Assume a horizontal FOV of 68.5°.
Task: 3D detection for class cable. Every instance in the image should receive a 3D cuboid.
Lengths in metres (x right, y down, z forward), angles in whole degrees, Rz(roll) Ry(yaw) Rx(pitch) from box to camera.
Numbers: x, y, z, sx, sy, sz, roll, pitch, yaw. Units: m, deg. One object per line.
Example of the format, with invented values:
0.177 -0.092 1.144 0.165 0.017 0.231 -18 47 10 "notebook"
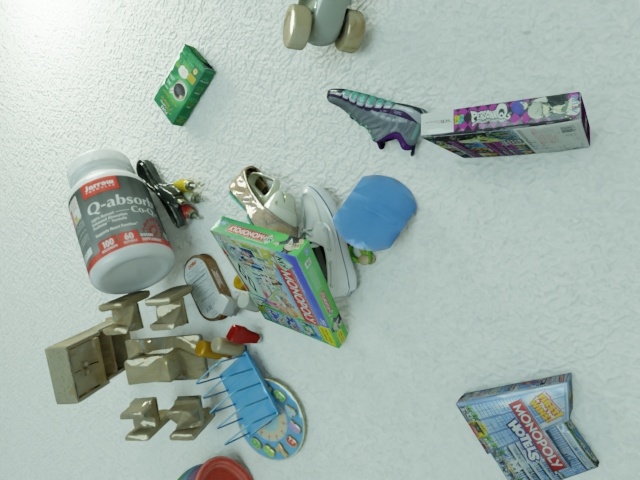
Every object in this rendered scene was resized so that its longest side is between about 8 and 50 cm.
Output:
-0.421 -0.134 1.310 0.287 0.072 0.139 32 127 39 "cable"

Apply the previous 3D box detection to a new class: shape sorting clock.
-0.127 0.439 1.152 0.206 0.040 0.206 2 95 32 "shape sorting clock"

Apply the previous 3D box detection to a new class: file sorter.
-0.201 0.374 1.115 0.118 0.104 0.170 -44 66 25 "file sorter"

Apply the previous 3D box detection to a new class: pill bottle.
-0.546 -0.057 1.258 0.210 0.210 0.362 -43 63 27 "pill bottle"

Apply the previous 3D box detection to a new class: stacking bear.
-0.326 0.686 1.233 0.289 0.175 0.164 -41 74 35 "stacking bear"

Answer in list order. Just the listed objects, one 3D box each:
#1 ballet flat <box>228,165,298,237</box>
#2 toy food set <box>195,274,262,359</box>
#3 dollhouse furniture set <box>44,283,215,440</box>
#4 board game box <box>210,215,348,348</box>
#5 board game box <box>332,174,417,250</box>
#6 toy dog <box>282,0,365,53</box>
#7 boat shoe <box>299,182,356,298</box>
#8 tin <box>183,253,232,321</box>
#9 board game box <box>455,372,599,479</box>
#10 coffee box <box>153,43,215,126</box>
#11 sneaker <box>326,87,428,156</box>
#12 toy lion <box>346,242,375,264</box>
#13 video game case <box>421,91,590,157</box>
-0.116 -0.079 1.038 0.106 0.108 0.316 -52 47 10 "ballet flat"
-0.202 0.206 1.172 0.111 0.105 0.232 27 89 42 "toy food set"
-0.481 0.315 1.290 0.395 0.256 0.361 -7 97 14 "dollhouse furniture set"
-0.077 0.093 0.973 0.214 0.046 0.317 16 145 32 "board game box"
0.111 -0.051 0.953 0.133 0.033 0.168 31 76 20 "board game box"
0.012 -0.532 0.936 0.333 0.220 0.161 -63 31 11 "toy dog"
0.000 0.000 1.004 0.095 0.084 0.258 -34 73 53 "boat shoe"
-0.300 0.124 1.245 0.106 0.040 0.189 -36 74 24 "tin"
0.375 0.323 0.816 0.194 0.060 0.194 -40 72 28 "board game box"
-0.364 -0.409 1.247 0.113 0.040 0.184 50 116 20 "coffee box"
0.099 -0.240 0.944 0.224 0.083 0.098 24 110 28 "sneaker"
0.076 -0.005 1.003 0.096 0.034 0.100 16 102 38 "toy lion"
0.296 -0.169 0.734 0.210 0.232 0.041 0 91 33 "video game case"
